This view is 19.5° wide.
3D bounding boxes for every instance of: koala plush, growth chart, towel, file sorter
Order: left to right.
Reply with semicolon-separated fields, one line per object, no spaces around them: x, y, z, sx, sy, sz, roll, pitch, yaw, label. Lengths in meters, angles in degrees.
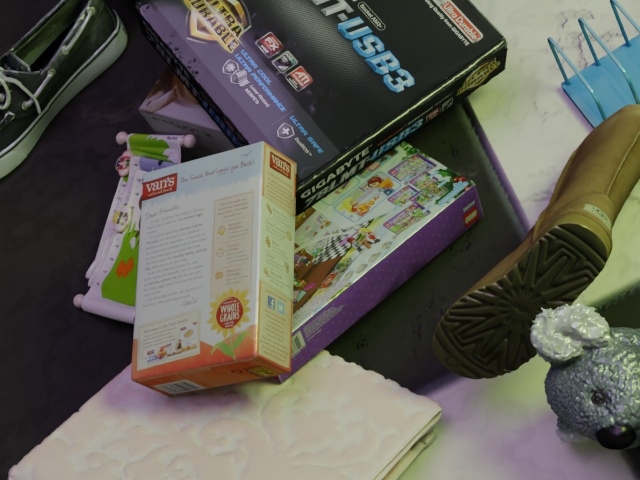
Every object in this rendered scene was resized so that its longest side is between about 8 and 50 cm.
-0.205;-0.017;2.100;0.172;0.021;0.237;-2;68;48;growth chart
-0.094;0.216;1.862;0.332;0.053;0.317;23;51;34;towel
0.342;-0.199;1.965;0.170;0.104;0.118;-33;49;2;file sorter
0.309;0.132;1.710;0.221;0.196;0.203;-4;45;24;koala plush

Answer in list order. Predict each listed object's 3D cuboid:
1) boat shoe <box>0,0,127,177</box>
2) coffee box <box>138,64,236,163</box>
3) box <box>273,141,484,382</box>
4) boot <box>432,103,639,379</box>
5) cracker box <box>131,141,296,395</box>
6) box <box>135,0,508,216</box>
-0.371;-0.191;2.297;0.306;0.105;0.113;-42;50;-6;boat shoe
-0.051;-0.219;2.155;0.168;0.119;0.297;18;67;34;coffee box
0.000;0.000;1.982;0.293;0.057;0.201;-38;47;-18;box
0.234;0.002;1.847;0.236;0.089;0.269;-42;7;32;boot
-0.106;0.030;1.884;0.156;0.067;0.232;-13;64;31;cracker box
0.000;-0.220;2.025;0.293;0.073;0.295;-35;69;-11;box
